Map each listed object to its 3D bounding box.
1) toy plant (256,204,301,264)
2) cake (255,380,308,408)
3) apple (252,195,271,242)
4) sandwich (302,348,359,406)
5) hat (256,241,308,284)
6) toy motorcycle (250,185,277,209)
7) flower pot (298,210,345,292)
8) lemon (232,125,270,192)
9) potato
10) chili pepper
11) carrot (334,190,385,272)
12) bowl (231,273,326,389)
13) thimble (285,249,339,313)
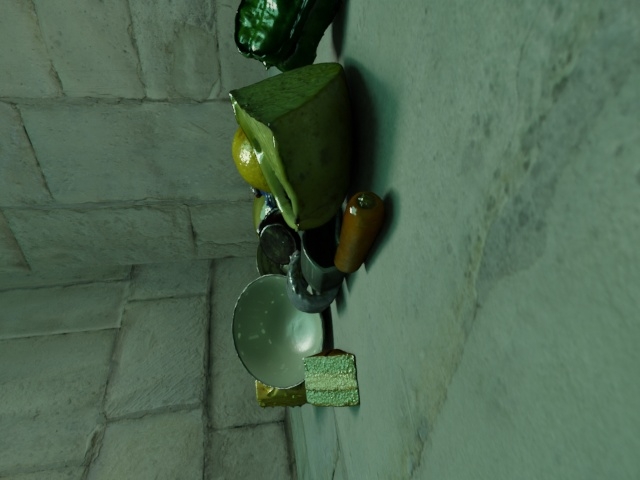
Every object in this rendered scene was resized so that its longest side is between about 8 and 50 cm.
[{"bbox_3d":[-0.070,-0.024,1.235,0.235,0.176,0.217,-43,-32,-57],"label":"toy plant"},{"bbox_3d":[-0.119,0.446,1.499,0.286,0.223,0.227,103,159,-58],"label":"cake"},{"bbox_3d":[-0.150,-0.085,1.864,0.320,0.312,0.360,-25,-58,-52],"label":"apple"},{"bbox_3d":[0.057,0.326,1.054,0.187,0.144,0.117,13,-110,-63],"label":"sandwich"},{"bbox_3d":[-0.089,0.075,1.455,0.110,0.252,0.251,-29,57,34],"label":"hat"},{"bbox_3d":[-0.118,-0.181,1.544,0.182,0.241,0.319,-35,40,30],"label":"toy motorcycle"},{"bbox_3d":[0.000,0.000,1.003,0.108,0.103,0.229,98,163,-55],"label":"flower pot"},{"bbox_3d":[-0.130,-0.259,1.245,0.267,0.268,0.267,177,90,-80],"label":"lemon"},{"bbox_3d":[-0.014,-0.176,0.863,0.330,0.213,0.279,-129,18,-57],"label":"potato"},{"bbox_3d":[-0.040,-0.536,0.884,0.167,0.213,0.384,-22,-39,-56],"label":"chili pepper"},{"bbox_3d":[0.065,-0.012,0.745,0.225,0.067,0.067,103,161,-63],"label":"carrot"},{"bbox_3d":[-0.098,0.268,1.332,0.158,0.338,0.336,5,-101,-59],"label":"bowl"},{"bbox_3d":[-0.022,0.103,1.089,0.118,0.127,0.151,114,156,-66],"label":"thimble"}]
